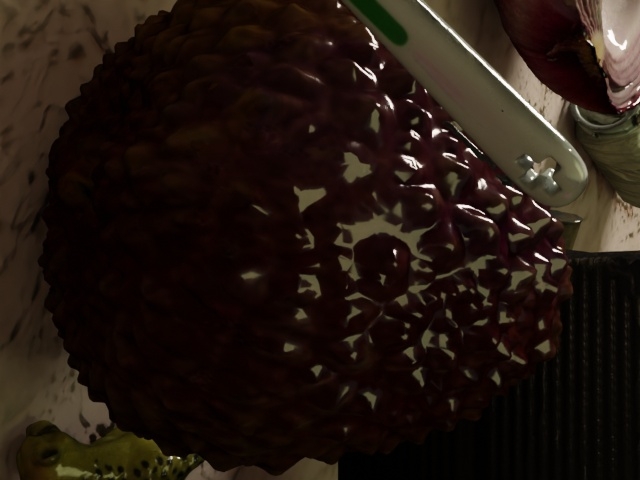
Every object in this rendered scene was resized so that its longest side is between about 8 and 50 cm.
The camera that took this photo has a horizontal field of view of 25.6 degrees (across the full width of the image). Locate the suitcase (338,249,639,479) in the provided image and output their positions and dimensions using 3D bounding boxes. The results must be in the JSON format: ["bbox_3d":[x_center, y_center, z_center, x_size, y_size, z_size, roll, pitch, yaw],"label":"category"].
[{"bbox_3d":[0.127,0.172,0.825,0.152,0.229,0.335,2,86,-52],"label":"suitcase"}]

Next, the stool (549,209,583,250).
[{"bbox_3d":[0.109,0.043,1.016,0.228,0.153,0.139,-19,117,-55],"label":"stool"}]

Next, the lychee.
[{"bbox_3d":[0.000,0.000,0.697,0.271,0.271,0.271,-27,123,-52],"label":"lychee"}]

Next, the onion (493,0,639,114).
[{"bbox_3d":[0.226,-0.245,1.135,0.283,0.120,0.227,-53,139,-29],"label":"onion"}]

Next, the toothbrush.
[{"bbox_3d":[-0.046,-0.157,0.564,0.418,0.042,0.040,44,50,-6],"label":"toothbrush"}]

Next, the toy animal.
[{"bbox_3d":[-0.106,0.164,0.808,0.136,0.073,0.181,-28,137,-42],"label":"toy animal"}]

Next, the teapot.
[{"bbox_3d":[0.312,-0.092,1.344,0.200,0.107,0.077,36,76,-56],"label":"teapot"}]
